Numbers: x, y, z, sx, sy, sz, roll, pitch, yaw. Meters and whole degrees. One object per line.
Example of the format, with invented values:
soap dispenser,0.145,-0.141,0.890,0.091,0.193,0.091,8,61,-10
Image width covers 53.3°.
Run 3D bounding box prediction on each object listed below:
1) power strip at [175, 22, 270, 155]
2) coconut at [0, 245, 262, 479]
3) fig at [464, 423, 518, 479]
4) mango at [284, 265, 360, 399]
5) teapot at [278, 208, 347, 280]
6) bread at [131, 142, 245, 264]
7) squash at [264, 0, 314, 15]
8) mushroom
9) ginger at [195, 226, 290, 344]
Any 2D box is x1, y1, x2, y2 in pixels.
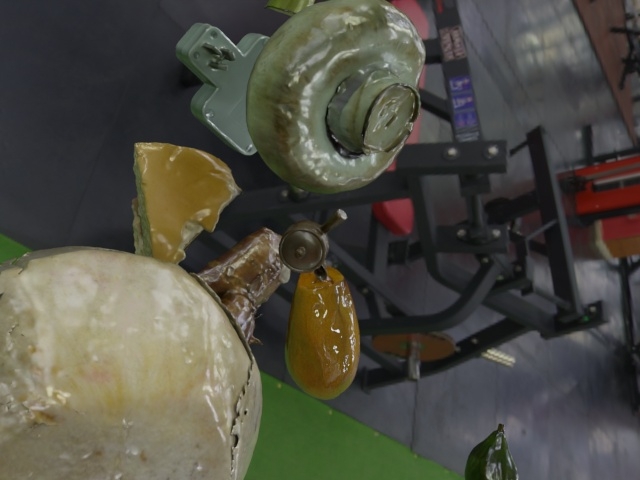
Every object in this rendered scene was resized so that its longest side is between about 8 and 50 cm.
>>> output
power strip,-0.172,-0.338,1.353,0.229,0.141,0.261,-52,128,-4
coconut,-0.235,0.167,0.638,0.353,0.353,0.352,20,64,-51
fig,0.368,0.478,1.374,0.117,0.117,0.177,-32,126,-53
mango,0.003,0.184,1.175,0.359,0.144,0.186,89,-4,-59
teapot,0.000,0.000,0.879,0.085,0.110,0.080,47,19,-8
bread,-0.228,-0.042,1.144,0.211,0.184,0.223,-4,73,-27
squash,-0.041,-0.781,1.907,0.137,0.287,0.137,26,35,-20
mushroom,0.041,-0.246,1.115,0.352,0.260,0.352,-25,135,-27
ginger,-0.200,0.142,1.534,0.254,0.176,0.418,41,53,14
